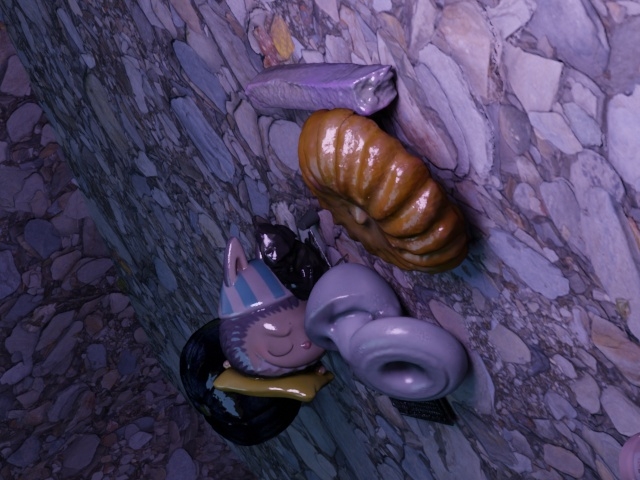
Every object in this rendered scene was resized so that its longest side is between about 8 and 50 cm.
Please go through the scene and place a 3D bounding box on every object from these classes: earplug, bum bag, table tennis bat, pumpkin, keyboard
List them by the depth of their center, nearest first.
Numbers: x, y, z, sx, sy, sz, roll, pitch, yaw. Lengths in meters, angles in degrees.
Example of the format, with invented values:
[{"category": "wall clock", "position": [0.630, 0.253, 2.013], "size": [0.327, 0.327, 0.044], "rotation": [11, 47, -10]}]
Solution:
[{"category": "earplug", "position": [0.115, 0.167, 1.725], "size": [0.325, 0.175, 0.214], "rotation": [34, 147, 25]}, {"category": "bum bag", "position": [-0.039, 0.056, 1.858], "size": [0.340, 0.095, 0.144], "rotation": [40, -168, -50]}, {"category": "keyboard", "position": [0.198, 0.331, 1.952], "size": [0.094, 0.025, 0.230], "rotation": [61, 159, -6]}, {"category": "table tennis bat", "position": [-0.018, 0.009, 1.972], "size": [0.050, 0.007, 0.083], "rotation": [43, 157, 32]}, {"category": "pumpkin", "position": [-0.211, 0.374, 2.568], "size": [0.363, 0.266, 0.363], "rotation": [41, 151, 29]}]

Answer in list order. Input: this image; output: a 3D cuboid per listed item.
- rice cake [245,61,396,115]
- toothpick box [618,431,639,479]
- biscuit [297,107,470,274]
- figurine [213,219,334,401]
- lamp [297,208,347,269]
[{"category": "rice cake", "position": [-0.008, -0.239, 1.509], "size": [0.399, 0.070, 0.064], "rotation": [17, 141, 59]}, {"category": "toothpick box", "position": [0.462, 0.286, 1.218], "size": [0.098, 0.098, 0.149], "rotation": [55, 160, 4]}, {"category": "biscuit", "position": [0.082, -0.064, 1.450], "size": [0.325, 0.107, 0.326], "rotation": [43, 170, 10]}, {"category": "figurine", "position": [-0.092, 0.140, 2.152], "size": [0.361, 0.266, 0.378], "rotation": [-92, 5, -83]}, {"category": "lamp", "position": [-0.001, -0.001, 1.860], "size": [0.121, 0.054, 0.041], "rotation": [50, 140, 0]}]
